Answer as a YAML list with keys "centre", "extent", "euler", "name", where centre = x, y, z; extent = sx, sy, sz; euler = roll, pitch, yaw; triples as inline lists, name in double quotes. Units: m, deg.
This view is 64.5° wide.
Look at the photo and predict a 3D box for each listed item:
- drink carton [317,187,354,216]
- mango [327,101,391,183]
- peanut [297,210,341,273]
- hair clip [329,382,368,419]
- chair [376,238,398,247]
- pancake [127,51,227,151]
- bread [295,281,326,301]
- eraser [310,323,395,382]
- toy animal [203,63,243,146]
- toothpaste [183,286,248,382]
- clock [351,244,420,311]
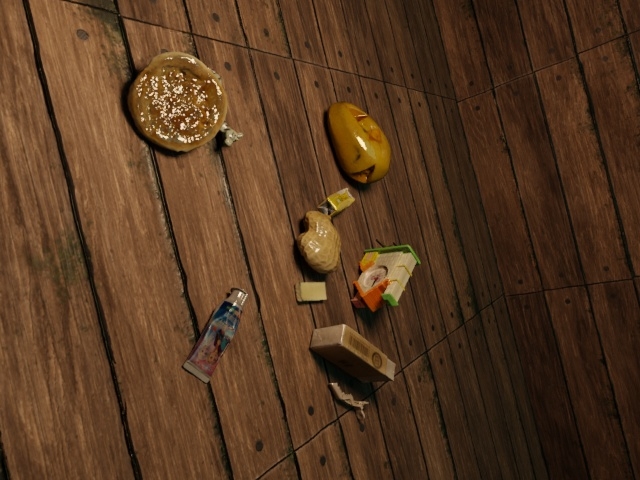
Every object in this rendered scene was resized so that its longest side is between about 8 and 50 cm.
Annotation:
- centre: [0.074, -0.151, 1.968]
  extent: [0.074, 0.084, 0.200]
  euler: [51, 38, 6]
  name: "drink carton"
- centre: [0.149, -0.403, 2.085]
  extent: [0.365, 0.182, 0.253]
  euler: [52, 44, -12]
  name: "mango"
- centre: [0.000, 0.000, 1.796]
  extent: [0.197, 0.110, 0.233]
  euler: [36, 53, -41]
  name: "peanut"
- centre: [0.096, 0.568, 1.797]
  extent: [0.226, 0.034, 0.072]
  euler: [41, 49, -37]
  name: "hair clip"
- centre: [0.331, 0.075, 2.229]
  extent: [0.222, 0.104, 0.095]
  euler: [28, 83, -40]
  name: "chair"
- centre: [-0.382, -0.374, 1.390]
  extent: [0.283, 0.049, 0.282]
  euler: [-5, 99, -35]
  name: "pancake"
- centre: [-0.031, 0.177, 1.764]
  extent: [0.154, 0.028, 0.068]
  euler: [4, 76, -53]
  name: "bread"
- centre: [0.120, 0.408, 1.789]
  extent: [0.343, 0.144, 0.078]
  euler: [42, 47, -36]
  name: "eraser"
- centre: [-0.343, -0.394, 1.501]
  extent: [0.170, 0.090, 0.255]
  euler: [-30, 111, -45]
  name: "toy animal"
- centre: [-0.279, 0.252, 1.399]
  extent: [0.096, 0.061, 0.266]
  euler: [49, 50, -33]
  name: "toothpaste"
- centre: [0.235, 0.149, 1.975]
  extent: [0.106, 0.220, 0.255]
  euler: [54, 50, -26]
  name: "clock"
